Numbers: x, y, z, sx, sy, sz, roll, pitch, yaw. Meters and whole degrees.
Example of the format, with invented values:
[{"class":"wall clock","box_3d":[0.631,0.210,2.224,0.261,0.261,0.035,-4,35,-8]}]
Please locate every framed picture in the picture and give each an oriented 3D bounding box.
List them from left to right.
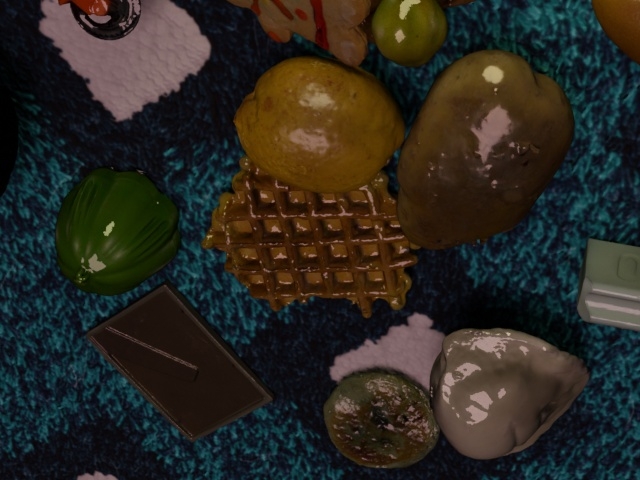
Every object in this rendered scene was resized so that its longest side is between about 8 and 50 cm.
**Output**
[{"class":"framed picture","box_3d":[-0.220,0.196,1.818,0.189,0.023,0.260,-32,109,30]}]

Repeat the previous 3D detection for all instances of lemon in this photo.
[{"class":"lemon","box_3d":[0.000,-0.144,1.450,0.207,0.170,0.170,19,125,-6]}]

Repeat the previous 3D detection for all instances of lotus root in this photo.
[{"class":"lotus root","box_3d":[-0.305,0.011,1.636,0.186,0.186,0.186,7,123,11]}]

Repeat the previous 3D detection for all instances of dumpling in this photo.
[{"class":"dumpling","box_3d":[0.264,0.207,1.631,0.227,0.243,0.175,-15,78,4]}]

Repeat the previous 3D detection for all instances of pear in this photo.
[{"class":"pear","box_3d":[0.101,-0.251,1.345,0.092,0.092,0.097,15,118,6]}]

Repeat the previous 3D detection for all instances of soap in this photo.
[{"class":"soap","box_3d":[0.433,0.066,1.493,0.198,0.119,0.066,10,122,9]}]

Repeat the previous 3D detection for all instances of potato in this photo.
[{"class":"potato","box_3d":[0.194,-0.097,1.440,0.192,0.141,0.296,16,130,-13]}]

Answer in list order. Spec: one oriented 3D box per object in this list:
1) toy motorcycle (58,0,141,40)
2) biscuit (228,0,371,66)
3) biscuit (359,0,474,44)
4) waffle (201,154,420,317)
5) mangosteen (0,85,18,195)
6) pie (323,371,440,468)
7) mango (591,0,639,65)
[{"class":"toy motorcycle","box_3d":[-0.250,-0.408,1.370,0.221,0.148,0.325,37,119,-6]},{"class":"biscuit","box_3d":[-0.044,-0.285,1.378,0.234,0.030,0.153,28,152,18]},{"class":"biscuit","box_3d":[0.061,-0.371,1.353,0.367,0.063,0.314,0,121,15]},{"class":"waffle","box_3d":[-0.009,-0.003,1.610,0.301,0.058,0.281,18,125,3]},{"class":"mangosteen","box_3d":[-0.546,-0.139,1.540,0.288,0.287,0.233,29,99,-4]},{"class":"pie","box_3d":[0.093,0.276,1.770,0.187,0.041,0.187,8,123,12]},{"class":"mango","box_3d":[0.422,-0.238,1.308,0.253,0.113,0.138,30,129,4]}]
